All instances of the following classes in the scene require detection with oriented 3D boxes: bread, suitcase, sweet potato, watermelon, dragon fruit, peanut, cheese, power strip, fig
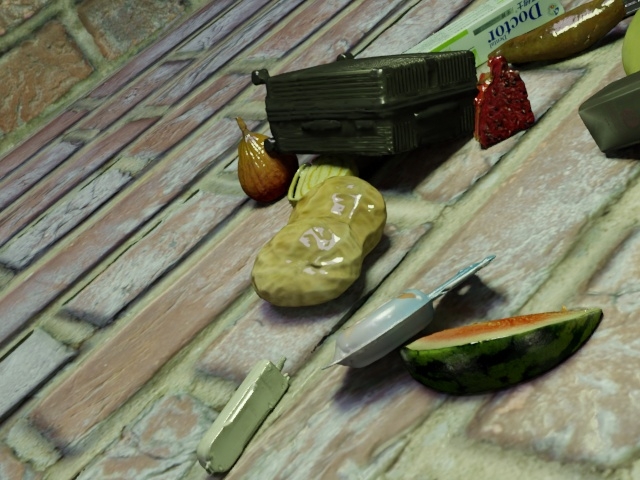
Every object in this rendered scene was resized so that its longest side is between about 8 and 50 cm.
[{"bbox_3d":[0.009,-0.090,1.561,0.117,0.064,0.156,-14,30,21],"label":"bread"},{"bbox_3d":[0.075,-0.235,1.566,0.229,0.152,0.335,-20,17,-36],"label":"suitcase"},{"bbox_3d":[0.402,-0.341,1.588,0.243,0.077,0.077,-24,27,31],"label":"sweet potato"},{"bbox_3d":[0.190,0.115,1.056,0.245,0.063,0.119,-17,17,26],"label":"watermelon"},{"bbox_3d":[0.269,-0.224,1.461,0.097,0.131,0.063,-20,24,6],"label":"dragon fruit"},{"bbox_3d":[0.000,0.000,1.368,0.196,0.110,0.233,-10,33,43],"label":"peanut"},{"bbox_3d":[0.103,0.090,1.145,0.244,0.052,0.135,-33,-2,-14],"label":"cheese"},{"bbox_3d":[-0.093,0.214,1.172,0.030,0.047,0.191,-10,34,46],"label":"power strip"},{"bbox_3d":[-0.094,-0.150,1.691,0.119,0.153,0.119,0,21,0],"label":"fig"}]

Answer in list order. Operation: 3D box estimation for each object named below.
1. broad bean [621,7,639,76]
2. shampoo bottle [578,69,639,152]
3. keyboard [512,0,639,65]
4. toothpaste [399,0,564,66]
[{"bbox_3d":[0.517,-0.277,1.307,0.189,0.121,0.263,-7,37,24],"label":"broad bean"},{"bbox_3d":[0.434,-0.180,1.183,0.079,0.080,0.246,-36,6,-20],"label":"shampoo bottle"},{"bbox_3d":[0.453,-0.384,1.658,0.262,0.016,0.106,-23,28,15],"label":"keyboard"},{"bbox_3d":[0.288,-0.378,1.742,0.336,0.081,0.067,-32,28,-2],"label":"toothpaste"}]
